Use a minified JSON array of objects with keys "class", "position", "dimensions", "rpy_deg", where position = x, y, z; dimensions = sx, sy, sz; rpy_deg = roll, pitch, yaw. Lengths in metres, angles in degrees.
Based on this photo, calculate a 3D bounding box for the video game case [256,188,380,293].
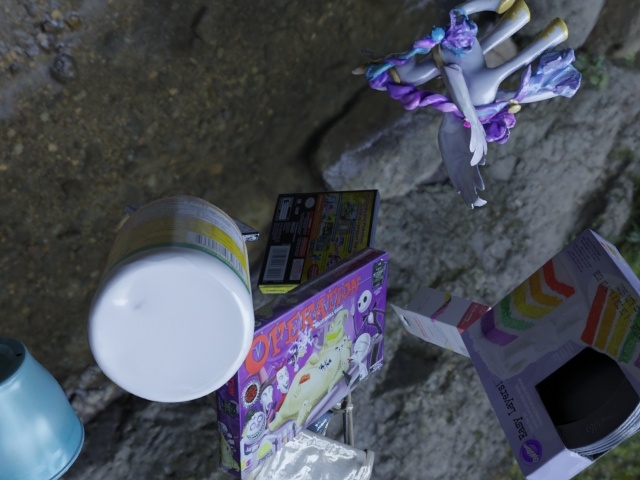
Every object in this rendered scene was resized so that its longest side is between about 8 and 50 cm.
[{"class":"video game case","position":[0.000,0.000,1.748],"dimensions":[0.035,0.249,0.274],"rpy_deg":[69,25,-49]}]

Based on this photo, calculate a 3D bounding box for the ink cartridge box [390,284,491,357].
[{"class":"ink cartridge box","position":[0.244,0.156,1.487],"dimensions":[0.067,0.198,0.115],"rpy_deg":[-54,136,-21]}]

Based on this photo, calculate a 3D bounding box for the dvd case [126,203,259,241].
[{"class":"dvd case","position":[-0.263,-0.036,1.556],"dimensions":[0.181,0.253,0.022],"rpy_deg":[-6,110,-35]}]

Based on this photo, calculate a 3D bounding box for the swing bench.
[{"class":"swing bench","position":[-0.051,0.359,1.410],"dimensions":[0.253,0.254,0.165],"rpy_deg":[29,114,-34]}]

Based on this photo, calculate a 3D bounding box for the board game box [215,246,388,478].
[{"class":"board game box","position":[-0.015,0.159,1.086],"dimensions":[0.347,0.056,0.208],"rpy_deg":[-28,122,-48]}]

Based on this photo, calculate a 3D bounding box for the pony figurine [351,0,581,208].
[{"class":"pony figurine","position":[0.279,-0.278,1.396],"dimensions":[0.364,0.350,0.302],"rpy_deg":[-24,158,-3]}]

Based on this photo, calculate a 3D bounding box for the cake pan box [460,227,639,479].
[{"class":"cake pan box","position":[0.325,0.152,0.990],"dimensions":[0.070,0.266,0.246],"rpy_deg":[29,118,-31]}]

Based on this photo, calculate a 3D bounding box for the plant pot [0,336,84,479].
[{"class":"plant pot","position":[-0.658,0.348,1.583],"dimensions":[0.272,0.272,0.255],"rpy_deg":[-27,127,-29]}]

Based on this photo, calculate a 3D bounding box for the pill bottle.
[{"class":"pill bottle","position":[-0.116,0.031,0.624],"dimensions":[0.118,0.208,0.117],"rpy_deg":[-2,110,-7]}]
